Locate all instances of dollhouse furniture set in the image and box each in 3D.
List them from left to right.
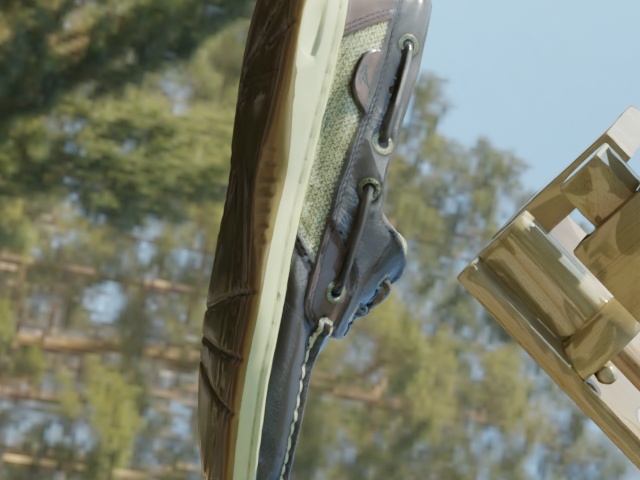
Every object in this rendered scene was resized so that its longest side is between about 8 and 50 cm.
[{"bbox_3d":[0.146,0.002,0.547,0.151,0.123,0.144,-45,178,27],"label":"dollhouse furniture set"}]

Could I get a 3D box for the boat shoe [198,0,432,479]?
[{"bbox_3d":[0.000,0.000,0.439,0.056,0.049,0.152,-152,-109,-73],"label":"boat shoe"}]
